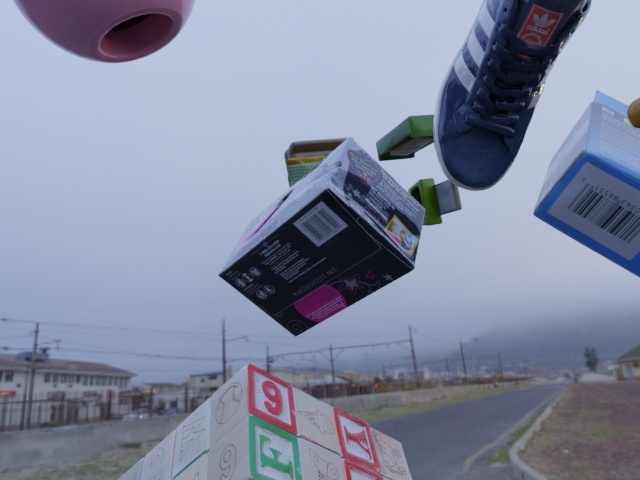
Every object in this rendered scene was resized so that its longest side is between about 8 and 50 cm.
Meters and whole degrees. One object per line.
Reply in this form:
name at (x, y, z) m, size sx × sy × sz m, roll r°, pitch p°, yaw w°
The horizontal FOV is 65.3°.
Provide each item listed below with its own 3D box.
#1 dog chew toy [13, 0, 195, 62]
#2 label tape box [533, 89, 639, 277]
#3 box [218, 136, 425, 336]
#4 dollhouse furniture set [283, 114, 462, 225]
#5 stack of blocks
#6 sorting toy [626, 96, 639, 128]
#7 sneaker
dog chew toy at (-0.278, -0.378, 0.558) m, size 0.206 × 0.332 × 0.206 m, roll -26°, pitch 3°, yaw 1°
label tape box at (0.447, -0.072, 0.682) m, size 0.334 × 0.240 × 0.106 m, roll -42°, pitch -18°, yaw -51°
box at (0.000, 0.000, 0.722) m, size 0.163 × 0.142 × 0.247 m, roll 42°, pitch -52°, yaw -16°
dollhouse furniture set at (0.099, -0.108, 0.927) m, size 0.301 × 0.197 × 0.151 m, roll -9°, pitch -4°, yaw -21°
stack of blocks at (-0.086, 0.247, 0.400) m, size 0.171 × 0.087 × 0.297 m, roll 37°, pitch -68°, yaw -29°
sorting toy at (0.335, -0.015, 0.353) m, size 0.126 × 0.365 × 0.127 m, roll -22°, pitch -27°, yaw 27°
sneaker at (0.239, -0.231, 0.611) m, size 0.131 × 0.350 × 0.148 m, roll 14°, pitch 8°, yaw -4°
